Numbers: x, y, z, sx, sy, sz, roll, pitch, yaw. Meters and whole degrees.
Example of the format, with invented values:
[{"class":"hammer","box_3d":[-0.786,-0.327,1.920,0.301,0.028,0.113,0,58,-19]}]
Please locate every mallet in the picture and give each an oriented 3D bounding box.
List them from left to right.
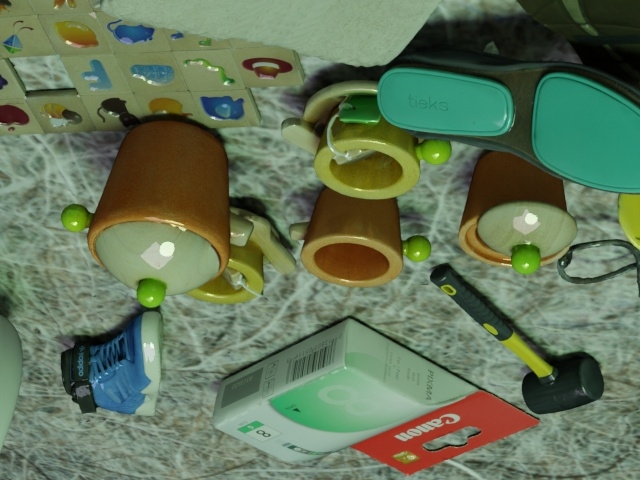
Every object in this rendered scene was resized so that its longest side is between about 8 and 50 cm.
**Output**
[{"class":"mallet","box_3d":[0.156,0.075,1.205,0.062,0.039,0.190,-14,136,32]}]

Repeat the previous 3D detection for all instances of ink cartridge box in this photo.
[{"class":"ink cartridge box","box_3d":[0.048,0.159,1.336,0.224,0.056,0.181,32,140,-27]}]

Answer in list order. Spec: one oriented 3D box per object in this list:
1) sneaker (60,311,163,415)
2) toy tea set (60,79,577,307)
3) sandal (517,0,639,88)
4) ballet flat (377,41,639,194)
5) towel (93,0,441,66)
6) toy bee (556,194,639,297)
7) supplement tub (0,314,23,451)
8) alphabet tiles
[{"class":"sneaker","box_3d":[-0.177,0.104,1.301,0.084,0.058,0.152,4,153,-8]},{"class":"toy tea set","box_3d":[0.000,0.000,1.037,0.336,0.124,0.200,-10,146,26]},{"class":"sandal","box_3d":[0.167,-0.143,0.859,0.090,0.060,0.219,5,164,34]},{"class":"ballet flat","box_3d":[0.132,-0.079,0.915,0.203,0.074,0.074,16,153,30]},{"class":"towel","box_3d":[0.006,-0.189,0.803,0.187,0.049,0.282,9,149,-22]},{"class":"toy bee","box_3d":[0.269,0.010,0.958,0.195,0.162,0.298,-8,149,-4]},{"class":"supplement tub","box_3d":[-0.425,0.112,1.213,0.324,0.235,0.235,25,143,-23]},{"class":"alphabet tiles","box_3d":[-0.137,-0.134,0.986,0.237,0.009,0.198,-1,145,14]}]
